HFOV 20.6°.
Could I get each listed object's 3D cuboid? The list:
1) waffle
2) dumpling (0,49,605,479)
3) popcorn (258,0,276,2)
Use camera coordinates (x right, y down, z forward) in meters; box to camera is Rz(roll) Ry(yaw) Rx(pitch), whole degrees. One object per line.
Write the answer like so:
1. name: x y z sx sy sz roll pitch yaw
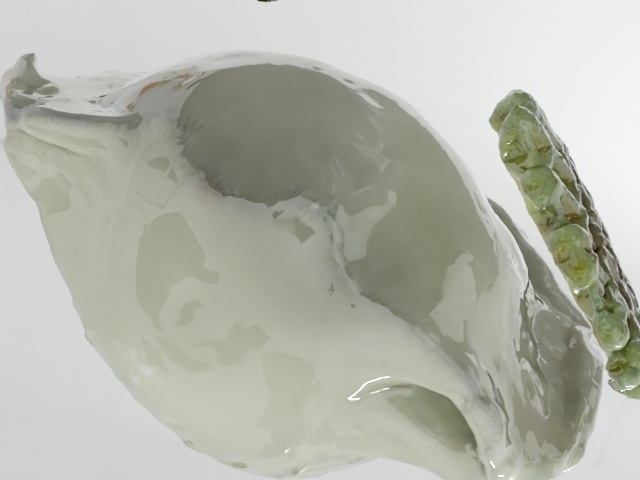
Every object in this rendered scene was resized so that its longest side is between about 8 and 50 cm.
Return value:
1. waffle: 0.140 0.002 0.962 0.183 0.036 0.169 64 -171 2
2. dumpling: 0.000 0.000 0.678 0.258 0.147 0.193 36 -150 14
3. popcorn: -0.058 -0.139 0.429 0.180 0.170 0.180 -7 -176 1
